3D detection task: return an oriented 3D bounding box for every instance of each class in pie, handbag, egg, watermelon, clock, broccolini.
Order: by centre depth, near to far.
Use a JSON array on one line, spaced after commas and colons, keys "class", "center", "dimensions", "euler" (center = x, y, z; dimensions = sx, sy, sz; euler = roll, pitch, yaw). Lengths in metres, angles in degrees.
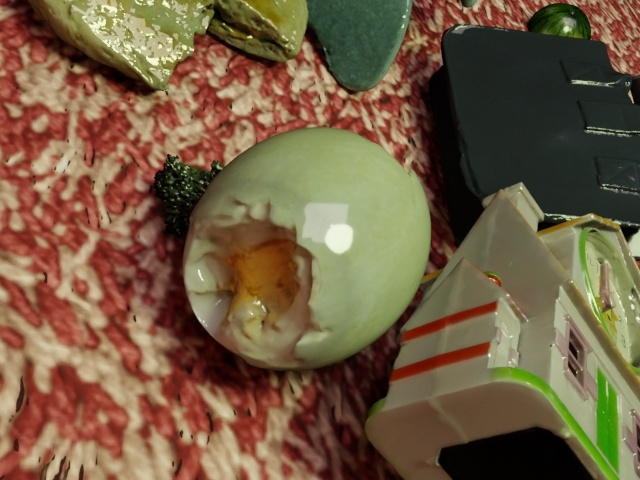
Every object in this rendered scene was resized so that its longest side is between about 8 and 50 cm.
[{"class": "egg", "center": [0.000, 0.000, 0.602], "dimensions": [0.183, 0.183, 0.217], "euler": [48, 33, 11]}, {"class": "clock", "center": [0.185, 0.089, 0.620], "dimensions": [0.235, 0.166, 0.309], "euler": [50, 36, -21]}, {"class": "broccolini", "center": [-0.064, -0.059, 0.693], "dimensions": [0.201, 0.058, 0.074], "euler": [-21, 75, -40]}, {"class": "pie", "center": [-0.174, -0.293, 0.804], "dimensions": [0.337, 0.075, 0.337], "euler": [16, 48, -19]}, {"class": "handbag", "center": [0.274, -0.115, 0.882], "dimensions": [0.269, 0.118, 0.325], "euler": [4, 52, -4]}, {"class": "watermelon", "center": [0.393, -0.347, 1.204], "dimensions": [0.105, 0.062, 0.105], "euler": [11, 50, -13]}]

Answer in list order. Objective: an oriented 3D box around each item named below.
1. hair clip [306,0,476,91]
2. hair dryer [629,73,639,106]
[{"class": "hair clip", "center": [0.090, -0.424, 0.929], "dimensions": [0.318, 0.392, 0.238], "euler": [39, 32, 25]}, {"class": "hair dryer", "center": [0.514, -0.101, 1.033], "dimensions": [0.361, 0.121, 0.301], "euler": [-30, 100, -60]}]
